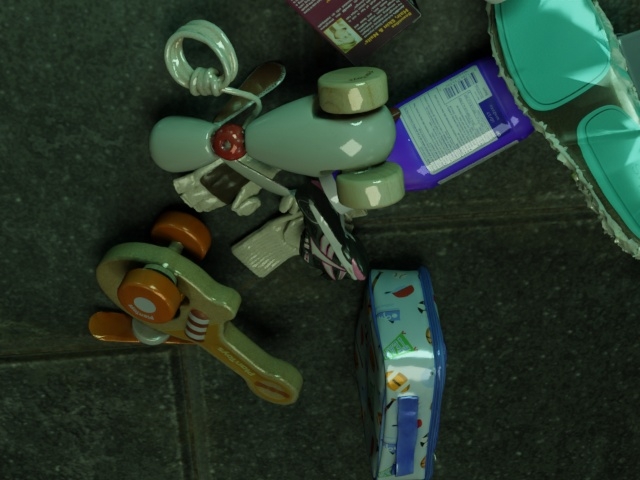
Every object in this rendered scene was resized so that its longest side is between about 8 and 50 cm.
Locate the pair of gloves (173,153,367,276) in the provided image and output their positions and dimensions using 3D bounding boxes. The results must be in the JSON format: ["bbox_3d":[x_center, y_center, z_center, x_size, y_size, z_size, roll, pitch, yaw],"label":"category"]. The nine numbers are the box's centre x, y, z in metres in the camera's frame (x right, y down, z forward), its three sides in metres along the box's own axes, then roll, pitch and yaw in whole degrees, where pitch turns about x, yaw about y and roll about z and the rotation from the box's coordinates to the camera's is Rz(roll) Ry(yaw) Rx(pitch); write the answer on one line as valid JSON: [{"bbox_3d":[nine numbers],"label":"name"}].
[{"bbox_3d":[-0.062,-0.054,1.538,0.204,0.042,0.240,-26,130,14],"label":"pair of gloves"}]

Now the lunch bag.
[{"bbox_3d":[0.120,0.207,1.656,0.114,0.243,0.303,-4,130,-4],"label":"lunch bag"}]

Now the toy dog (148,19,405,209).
[{"bbox_3d":[-0.033,-0.142,1.388,0.333,0.161,0.220,22,116,16],"label":"toy dog"}]

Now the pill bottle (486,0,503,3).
[{"bbox_3d":[0.141,-0.355,1.256,0.208,0.118,0.117,29,121,-28],"label":"pill bottle"}]

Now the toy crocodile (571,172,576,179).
[{"bbox_3d":[0.480,-0.165,1.485,0.340,0.105,0.115,-44,81,27],"label":"toy crocodile"}]

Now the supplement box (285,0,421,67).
[{"bbox_3d":[0.015,-0.306,1.304,0.104,0.081,0.188,-36,126,21],"label":"supplement box"}]

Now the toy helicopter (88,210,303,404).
[{"bbox_3d":[-0.175,0.131,1.613,0.355,0.140,0.235,41,138,-22],"label":"toy helicopter"}]

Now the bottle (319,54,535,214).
[{"bbox_3d":[0.133,-0.127,1.448,0.282,0.118,0.092,-29,170,13],"label":"bottle"}]

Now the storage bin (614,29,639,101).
[{"bbox_3d":[0.393,-0.200,1.395,0.098,0.091,0.135,-20,89,-13],"label":"storage bin"}]

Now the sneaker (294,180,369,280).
[{"bbox_3d":[0.000,0.000,1.526,0.077,0.072,0.178,-15,129,19],"label":"sneaker"}]

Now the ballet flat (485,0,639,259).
[{"bbox_3d":[0.316,-0.150,1.350,0.147,0.409,0.147,-23,169,-5],"label":"ballet flat"}]
